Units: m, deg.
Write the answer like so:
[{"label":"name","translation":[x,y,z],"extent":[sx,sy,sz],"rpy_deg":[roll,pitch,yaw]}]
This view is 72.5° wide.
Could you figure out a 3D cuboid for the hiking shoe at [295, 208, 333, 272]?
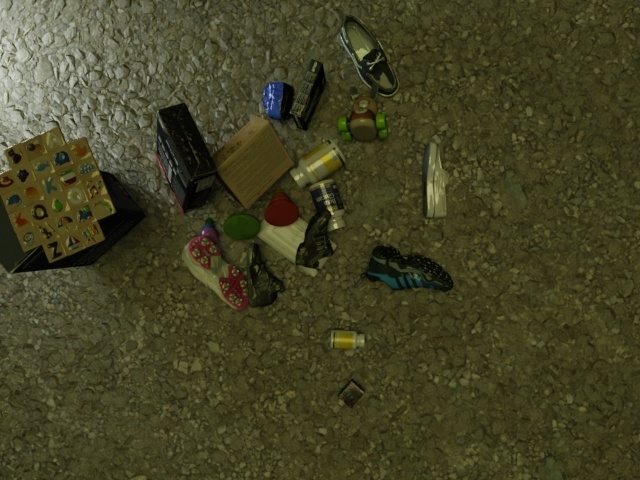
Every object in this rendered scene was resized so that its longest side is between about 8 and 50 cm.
[{"label":"hiking shoe","translation":[0.000,0.000,1.478],"extent":[0.114,0.086,0.227],"rpy_deg":[21,117,-13]}]

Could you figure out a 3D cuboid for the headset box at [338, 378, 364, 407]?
[{"label":"headset box","translation":[0.111,0.534,1.534],"extent":[0.062,0.032,0.083],"rpy_deg":[42,94,3]}]

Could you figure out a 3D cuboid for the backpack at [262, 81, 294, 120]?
[{"label":"backpack","translation":[-0.148,-0.480,1.521],"extent":[0.101,0.098,0.120],"rpy_deg":[7,100,24]}]

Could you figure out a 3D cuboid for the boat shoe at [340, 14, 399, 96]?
[{"label":"boat shoe","translation":[0.165,-0.631,1.500],"extent":[0.114,0.091,0.302],"rpy_deg":[-40,88,3]}]

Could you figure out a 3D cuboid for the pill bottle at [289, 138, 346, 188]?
[{"label":"pill bottle","translation":[-0.011,-0.259,1.506],"extent":[0.184,0.103,0.103],"rpy_deg":[-33,88,3]}]

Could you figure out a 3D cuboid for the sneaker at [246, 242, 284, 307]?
[{"label":"sneaker","translation":[-0.191,0.119,1.528],"extent":[0.130,0.087,0.227],"rpy_deg":[-5,93,2]}]

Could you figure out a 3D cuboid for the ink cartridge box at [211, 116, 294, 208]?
[{"label":"ink cartridge box","translation":[-0.227,-0.254,1.434],"extent":[0.235,0.193,0.088],"rpy_deg":[-46,48,-13]}]

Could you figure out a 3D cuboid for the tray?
[{"label":"tray","translation":[-0.090,-0.004,1.548],"extent":[0.270,0.030,0.145],"rpy_deg":[36,91,3]}]

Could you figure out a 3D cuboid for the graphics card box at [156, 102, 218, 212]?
[{"label":"graphics card box","translation":[-0.440,-0.248,1.407],"extent":[0.094,0.371,0.233],"rpy_deg":[-25,87,-22]}]

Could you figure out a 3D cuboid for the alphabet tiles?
[{"label":"alphabet tiles","translation":[-0.732,-0.126,1.203],"extent":[0.285,0.011,0.342],"rpy_deg":[-23,88,3]}]

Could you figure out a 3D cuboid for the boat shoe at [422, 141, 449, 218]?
[{"label":"boat shoe","translation":[0.398,-0.205,1.494],"extent":[0.084,0.095,0.258],"rpy_deg":[-1,100,0]}]

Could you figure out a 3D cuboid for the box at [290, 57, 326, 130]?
[{"label":"box","translation":[-0.038,-0.482,1.467],"extent":[0.045,0.184,0.191],"rpy_deg":[22,90,2]}]

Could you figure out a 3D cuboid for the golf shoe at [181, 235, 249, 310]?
[{"label":"golf shoe","translation":[-0.368,0.123,1.538],"extent":[0.140,0.115,0.306],"rpy_deg":[-21,109,46]}]

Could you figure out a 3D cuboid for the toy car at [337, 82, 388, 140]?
[{"label":"toy car","translation":[0.148,-0.447,1.486],"extent":[0.155,0.149,0.188],"rpy_deg":[-1,79,14]}]

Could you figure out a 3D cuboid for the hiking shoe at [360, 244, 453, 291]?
[{"label":"hiking shoe","translation":[0.302,0.118,1.502],"extent":[0.304,0.113,0.132],"rpy_deg":[21,122,-3]}]

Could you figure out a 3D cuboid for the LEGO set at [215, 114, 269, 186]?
[{"label":"LEGO set","translation":[-0.253,-0.290,1.517],"extent":[0.107,0.132,0.287],"rpy_deg":[42,86,-6]}]

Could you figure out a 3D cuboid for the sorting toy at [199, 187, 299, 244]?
[{"label":"sorting toy","translation":[-0.254,-0.094,1.525],"extent":[0.365,0.127,0.126],"rpy_deg":[-18,53,11]}]

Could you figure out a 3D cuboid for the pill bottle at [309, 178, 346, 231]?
[{"label":"pill bottle","translation":[0.030,-0.119,1.507],"extent":[0.094,0.094,0.169],"rpy_deg":[-19,89,3]}]

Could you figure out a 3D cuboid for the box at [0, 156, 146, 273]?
[{"label":"box","translation":[-0.818,-0.075,1.411],"extent":[0.293,0.395,0.212],"rpy_deg":[-40,88,2]}]

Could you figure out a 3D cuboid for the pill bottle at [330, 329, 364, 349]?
[{"label":"pill bottle","translation":[0.094,0.345,1.518],"extent":[0.116,0.065,0.065],"rpy_deg":[2,90,4]}]
